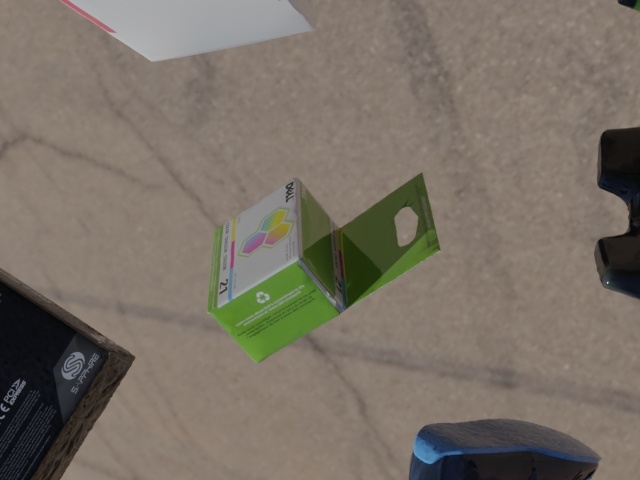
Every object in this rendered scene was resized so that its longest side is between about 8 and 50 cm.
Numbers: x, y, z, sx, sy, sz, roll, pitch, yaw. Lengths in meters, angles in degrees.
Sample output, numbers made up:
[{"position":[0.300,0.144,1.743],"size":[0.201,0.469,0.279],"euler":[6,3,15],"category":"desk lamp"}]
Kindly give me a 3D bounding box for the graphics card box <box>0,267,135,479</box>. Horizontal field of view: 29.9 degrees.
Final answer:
[{"position":[-0.401,0.115,1.203],"size":[0.371,0.233,0.094],"euler":[30,175,13],"category":"graphics card box"}]

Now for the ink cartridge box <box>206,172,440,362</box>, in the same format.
[{"position":[0.000,0.000,1.398],"size":[0.097,0.255,0.189],"euler":[49,-162,-26],"category":"ink cartridge box"}]

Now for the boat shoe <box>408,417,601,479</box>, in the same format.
[{"position":[0.183,0.239,1.250],"size":[0.109,0.258,0.089],"euler":[31,107,55],"category":"boat shoe"}]

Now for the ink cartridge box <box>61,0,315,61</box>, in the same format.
[{"position":[-0.095,-0.266,0.686],"size":[0.207,0.117,0.283],"euler":[14,-113,-80],"category":"ink cartridge box"}]

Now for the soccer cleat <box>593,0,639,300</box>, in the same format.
[{"position":[0.164,-0.086,0.393],"size":[0.121,0.289,0.093],"euler":[14,150,1],"category":"soccer cleat"}]
